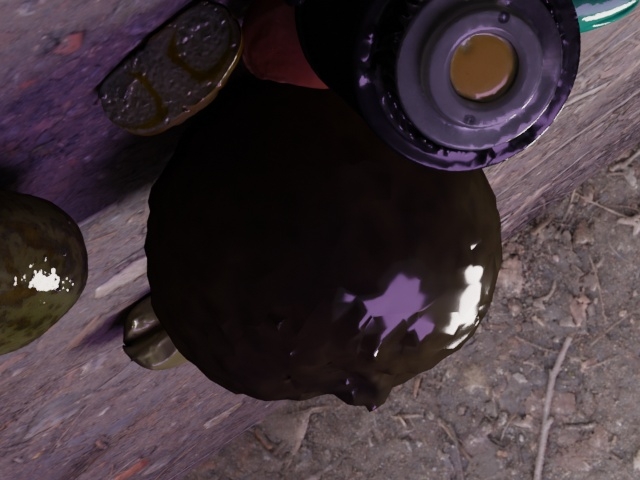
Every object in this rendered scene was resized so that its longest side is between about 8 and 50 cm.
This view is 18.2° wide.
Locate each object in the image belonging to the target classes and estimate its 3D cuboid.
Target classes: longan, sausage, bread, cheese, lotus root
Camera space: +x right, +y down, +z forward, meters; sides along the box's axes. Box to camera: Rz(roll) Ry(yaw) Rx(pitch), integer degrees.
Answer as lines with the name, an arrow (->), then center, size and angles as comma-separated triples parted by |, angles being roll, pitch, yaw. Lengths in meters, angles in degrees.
longan -> 0.000, 0.000, 2.145 | 0.391, 0.391, 0.391 | -33, 167, -9
sausage -> 0.045, -0.231, 1.959 | 0.254, 0.148, 0.148 | -29, 166, -24
bread -> -0.137, -0.159, 1.917 | 0.157, 0.083, 0.094 | -37, 179, 3
cheese -> -0.177, 0.103, 2.698 | 0.202, 0.091, 0.175 | -32, 165, -14
lotus root -> -0.340, 0.029, 1.901 | 0.173, 0.173, 0.309 | -40, 160, 20

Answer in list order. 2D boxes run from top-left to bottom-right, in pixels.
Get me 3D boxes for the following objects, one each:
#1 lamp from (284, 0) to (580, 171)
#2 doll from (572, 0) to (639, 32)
lamp -> 0.108, -0.176, 1.755 | 0.205, 0.272, 0.374 | -49, 134, 6
doll -> 0.243, -0.306, 2.246 | 0.258, 0.153, 0.195 | -5, 170, -34
